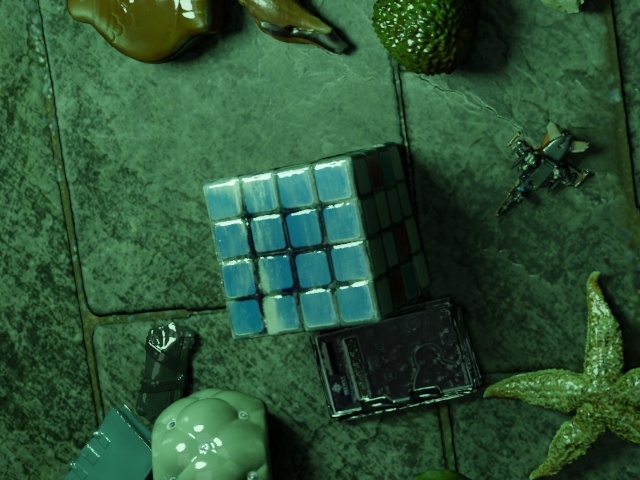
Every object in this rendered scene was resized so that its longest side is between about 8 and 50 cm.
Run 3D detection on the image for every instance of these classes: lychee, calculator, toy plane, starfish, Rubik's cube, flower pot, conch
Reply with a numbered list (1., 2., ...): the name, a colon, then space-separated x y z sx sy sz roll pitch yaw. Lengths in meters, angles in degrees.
1. lychee: 0.154 -0.333 1.844 0.171 0.171 0.171 3 99 21
2. calculator: 0.121 0.197 1.999 0.274 0.028 0.166 -15 92 23
3. toy plane: 0.326 -0.097 1.860 0.135 0.062 0.188 31 112 -13
4. starfish: 0.440 0.258 1.865 0.347 0.078 0.358 31 107 12
5. Rubik's cube: -0.001 0.000 1.898 0.256 0.253 0.259 -10 95 23
6. flower pot: -0.177 0.368 2.028 0.195 0.246 0.246 -6 96 -3
7. conch: -0.066 -0.368 1.963 0.233 0.080 0.086 51 130 9

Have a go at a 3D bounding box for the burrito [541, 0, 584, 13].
1. burrito: 0.390 -0.472 1.783 0.082 0.059 0.275 24 106 31

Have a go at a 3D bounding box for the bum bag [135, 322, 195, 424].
1. bum bag: -0.275 0.237 2.150 0.087 0.049 0.198 9 101 -5

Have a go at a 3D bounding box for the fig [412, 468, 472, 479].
1. fig: 0.246 0.482 1.924 0.275 0.206 0.206 20 105 3

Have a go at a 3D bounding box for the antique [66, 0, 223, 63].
1. antique: -0.283 -0.406 2.013 0.278 0.129 0.224 3 100 23

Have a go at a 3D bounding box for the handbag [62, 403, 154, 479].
1. handbag: -0.381 0.422 2.214 0.144 0.057 0.221 43 110 15
